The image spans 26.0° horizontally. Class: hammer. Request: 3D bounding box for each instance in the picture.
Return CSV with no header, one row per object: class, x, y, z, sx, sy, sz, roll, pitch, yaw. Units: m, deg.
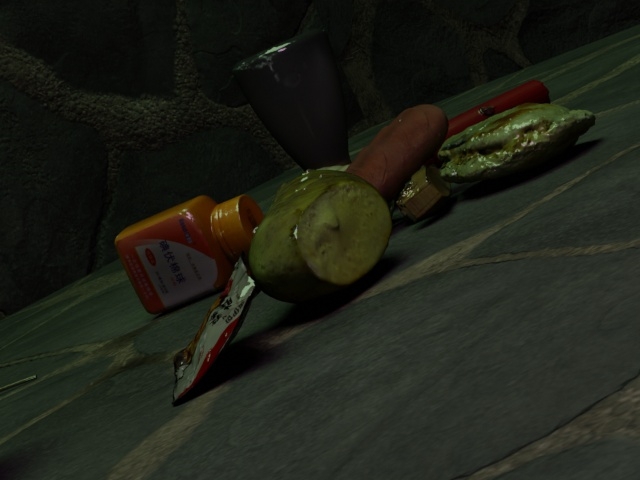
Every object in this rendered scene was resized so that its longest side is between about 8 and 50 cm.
hammer,-0.495,0.233,2.175,0.110,0.019,0.035,-19,7,6

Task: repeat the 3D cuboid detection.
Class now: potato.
potato,0.000,0.000,1.677,0.176,0.141,0.298,-39,12,15

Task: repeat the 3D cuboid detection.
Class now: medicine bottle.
medicine bottle,-0.199,0.012,2.227,0.222,0.149,0.112,-22,8,20

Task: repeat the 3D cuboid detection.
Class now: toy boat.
toy boat,0.144,-0.062,1.966,0.072,0.064,0.206,-43,-1,12

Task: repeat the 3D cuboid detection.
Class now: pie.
pie,0.264,-0.137,1.953,0.201,0.090,0.248,-21,3,-33

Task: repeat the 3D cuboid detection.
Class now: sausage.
sausage,0.078,-0.086,1.990,0.088,0.088,0.433,-19,21,43

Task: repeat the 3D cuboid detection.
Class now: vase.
vase,-0.014,-0.186,2.377,0.173,0.321,0.173,-22,9,4

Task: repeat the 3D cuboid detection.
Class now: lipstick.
lipstick,0.296,-0.214,2.549,0.279,0.073,0.073,-28,7,-22

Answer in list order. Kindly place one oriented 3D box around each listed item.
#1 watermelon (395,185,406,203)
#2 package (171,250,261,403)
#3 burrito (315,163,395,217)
watermelon,0.105,-0.084,2.255,0.068,0.087,0.163,5,3,-11
package,-0.117,0.097,1.555,0.154,0.030,0.239,-57,11,4
burrito,0.025,-0.053,2.138,0.143,0.105,0.299,-36,10,-10
